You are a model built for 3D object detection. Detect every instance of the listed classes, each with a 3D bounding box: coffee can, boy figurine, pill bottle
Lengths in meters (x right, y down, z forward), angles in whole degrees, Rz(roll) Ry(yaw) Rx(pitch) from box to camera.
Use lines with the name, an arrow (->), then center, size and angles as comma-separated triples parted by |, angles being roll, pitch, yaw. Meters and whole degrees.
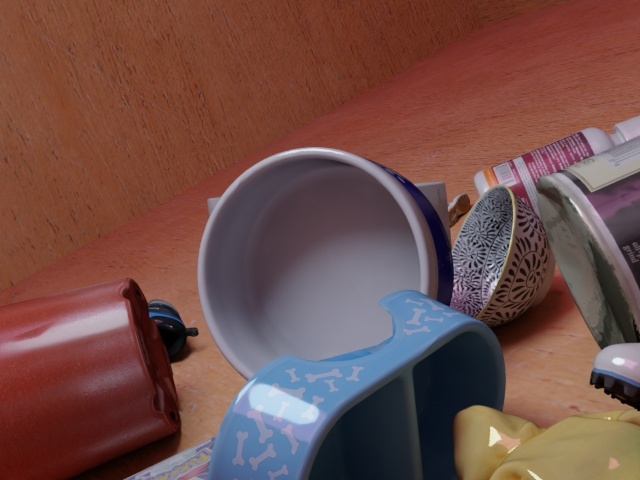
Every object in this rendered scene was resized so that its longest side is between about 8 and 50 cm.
coffee can -> 0.349, -0.018, 0.688 | 0.275, 0.202, 0.201 | -24, 15, 5
boy figurine -> 0.176, 0.172, 0.532 | 0.177, 0.092, 0.285 | -30, 15, -29
pill bottle -> 0.318, -0.070, 1.059 | 0.221, 0.121, 0.121 | -22, 16, 12

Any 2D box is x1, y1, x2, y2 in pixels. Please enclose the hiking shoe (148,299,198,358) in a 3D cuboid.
hiking shoe -> -0.342, 0.181, 1.258 | 0.304, 0.113, 0.132 | -30, 15, -18

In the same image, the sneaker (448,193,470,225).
sneaker -> 0.208, -0.050, 1.331 | 0.037, 0.032, 0.083 | -8, 22, 46

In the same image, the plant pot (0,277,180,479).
plant pot -> -0.326, 0.180, 1.016 | 0.265, 0.272, 0.272 | -17, 15, -5

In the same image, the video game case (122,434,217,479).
video game case -> -0.160, 0.273, 0.843 | 0.201, 0.023, 0.183 | -25, 15, -1

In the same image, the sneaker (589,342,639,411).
sneaker -> 0.268, 0.079, 0.508 | 0.237, 0.086, 0.085 | 8, 2, -19

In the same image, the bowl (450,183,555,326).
bowl -> 0.208, 0.030, 0.925 | 0.080, 0.170, 0.170 | 19, 12, -10

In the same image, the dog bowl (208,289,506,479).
dog bowl -> 0.047, 0.149, 0.651 | 0.074, 0.166, 0.297 | 8, 23, 42

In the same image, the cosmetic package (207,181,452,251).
cosmetic package -> 0.000, 0.000, 1.165 | 0.196, 0.155, 0.365 | -10, 6, -26

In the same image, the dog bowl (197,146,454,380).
dog bowl -> 0.005, 0.036, 0.896 | 0.264, 0.265, 0.104 | -18, -7, 22
